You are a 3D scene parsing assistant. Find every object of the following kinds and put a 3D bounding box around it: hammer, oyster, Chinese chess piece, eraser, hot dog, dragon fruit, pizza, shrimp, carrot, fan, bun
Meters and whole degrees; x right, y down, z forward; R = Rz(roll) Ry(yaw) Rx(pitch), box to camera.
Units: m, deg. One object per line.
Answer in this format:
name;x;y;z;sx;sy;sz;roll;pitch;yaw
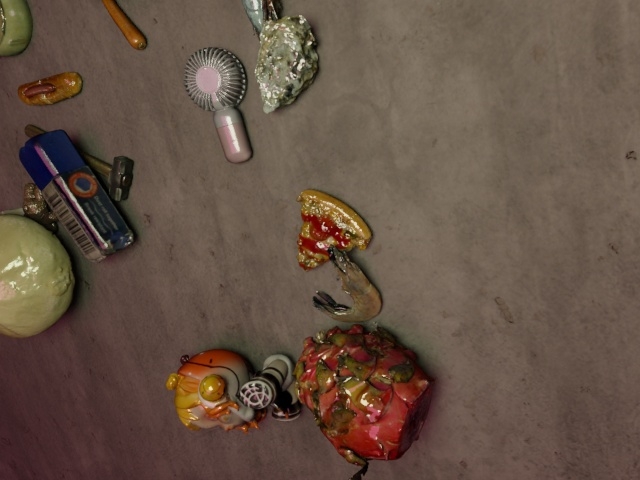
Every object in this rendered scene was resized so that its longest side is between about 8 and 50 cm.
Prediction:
hammer;-0.658;-0.229;1.082;0.365;0.043;0.111;26;115;14
oyster;-0.066;-0.339;0.783;0.125;0.064;0.177;-1;128;-1
Chinese chess piece;-0.828;-0.568;1.016;0.189;0.083;0.188;7;111;18
eraser;-0.627;-0.103;1.039;0.155;0.101;0.332;-15;107;41
hot dog;-0.708;-0.390;1.044;0.216;0.047;0.066;-1;108;21
dragon fruit;0.073;0.317;0.853;0.291;0.250;0.269;18;105;31
pizza;0.000;0.000;0.887;0.188;0.062;0.198;33;116;11
shrimp;-0.111;-0.447;0.788;0.090;0.079;0.232;30;138;59
carrot;-0.464;-0.517;0.918;0.037;0.037;0.190;-37;89;26
fan;-0.212;-0.290;0.876;0.130;0.074;0.244;-11;107;12
bun;-0.889;0.111;1.109;0.365;0.202;0.364;4;108;14
shrimp;0.041;0.103;0.890;0.152;0.046;0.219;-17;120;25

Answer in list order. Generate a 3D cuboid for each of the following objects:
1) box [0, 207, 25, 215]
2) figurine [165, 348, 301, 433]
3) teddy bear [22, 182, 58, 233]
box;-0.938;0.038;1.249;0.155;0.067;0.242;-23;98;23
figurine;-0.226;0.374;1.013;0.323;0.196;0.320;-4;144;11
teddy bear;-0.818;-0.087;1.160;0.119;0.078;0.160;-4;104;18
